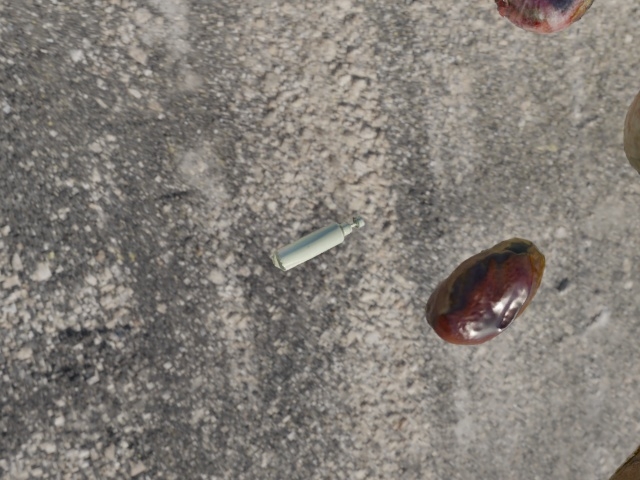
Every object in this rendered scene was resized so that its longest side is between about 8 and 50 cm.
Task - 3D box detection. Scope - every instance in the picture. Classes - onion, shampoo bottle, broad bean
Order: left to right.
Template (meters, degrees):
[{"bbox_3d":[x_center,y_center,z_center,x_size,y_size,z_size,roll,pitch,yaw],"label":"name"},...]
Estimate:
[{"bbox_3d":[0.000,0.000,1.100,0.141,0.049,0.034,-27,84,-16],"label":"shampoo bottle"},{"bbox_3d":[0.284,0.085,1.361,0.228,0.122,0.156,-45,119,-1],"label":"broad bean"},{"bbox_3d":[0.336,-0.379,1.157,0.195,0.159,0.159,-14,121,-66],"label":"onion"}]

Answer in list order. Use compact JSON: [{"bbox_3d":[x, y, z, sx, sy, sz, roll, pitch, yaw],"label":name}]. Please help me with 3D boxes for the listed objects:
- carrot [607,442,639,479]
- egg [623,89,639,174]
[{"bbox_3d":[0.439,0.217,0.874,0.302,0.114,0.114,-49,123,-3],"label":"carrot"},{"bbox_3d":[0.406,-0.112,0.733,0.233,0.195,0.195,-7,117,18],"label":"egg"}]
